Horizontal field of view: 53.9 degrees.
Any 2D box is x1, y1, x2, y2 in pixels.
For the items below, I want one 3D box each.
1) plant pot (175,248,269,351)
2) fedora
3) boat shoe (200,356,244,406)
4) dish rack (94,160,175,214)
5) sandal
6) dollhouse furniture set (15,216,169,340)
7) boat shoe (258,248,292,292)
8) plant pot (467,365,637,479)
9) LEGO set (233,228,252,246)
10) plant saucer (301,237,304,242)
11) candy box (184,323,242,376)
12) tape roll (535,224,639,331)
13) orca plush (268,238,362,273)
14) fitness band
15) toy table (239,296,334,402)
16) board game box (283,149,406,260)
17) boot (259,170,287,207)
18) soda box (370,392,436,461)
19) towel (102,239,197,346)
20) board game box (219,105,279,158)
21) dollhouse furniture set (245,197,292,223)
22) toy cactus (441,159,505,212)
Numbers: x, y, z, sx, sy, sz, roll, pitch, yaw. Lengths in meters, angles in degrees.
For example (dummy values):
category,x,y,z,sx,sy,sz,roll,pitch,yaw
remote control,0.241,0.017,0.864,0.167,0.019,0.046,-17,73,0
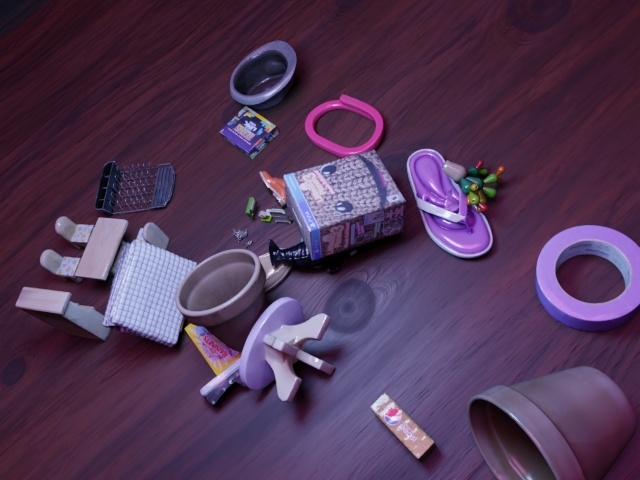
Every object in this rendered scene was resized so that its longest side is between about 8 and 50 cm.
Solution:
category,x,y,z,sx,sy,sz,roll,pitch,yaw
plant pot,-0.246,0.192,1.802,0.263,0.229,0.263,-18,33,12
fedora,-0.191,-0.580,2.292,0.275,0.124,0.243,-41,57,0
boat shoe,-0.238,0.395,1.816,0.229,0.080,0.076,-36,79,-9
dish rack,-0.659,-0.194,2.259,0.272,0.074,0.208,-6,62,14
sandal,0.365,-0.122,1.889,0.169,0.102,0.416,-28,58,1
dollhouse furniture set,-0.756,0.088,2.029,0.362,0.256,0.394,5,64,19
boat shoe,-0.220,0.114,1.943,0.302,0.098,0.109,-31,58,-1
plant pot,0.547,0.435,1.445,0.281,0.323,0.323,-26,57,-18
LEGO set,-0.257,-0.010,2.070,0.054,0.023,0.083,-30,71,2
plant saucer,0.000,0.000,1.982,0.120,0.021,0.119,-7,60,13
candy box,-0.320,0.308,1.912,0.105,0.027,0.206,-41,59,-5
tape roll,0.717,0.099,1.671,0.275,0.090,0.274,-7,61,14
orca plush,-0.012,0.014,1.889,0.288,0.102,0.151,6,79,-3
fitness band,0.083,-0.386,2.151,0.291,0.054,0.209,30,77,29
toy table,-0.088,0.305,1.736,0.161,0.252,0.274,17,88,41
board game box,0.068,-0.108,1.845,0.291,0.141,0.232,-18,53,-11
boot,-0.140,-0.187,2.110,0.085,0.059,0.158,-37,67,-8
soda box,0.214,0.484,1.635,0.061,0.058,0.181,-43,60,-8
towel,-0.521,0.166,1.926,0.121,0.235,0.283,-16,56,43
board game box,-0.256,-0.389,2.255,0.170,0.048,0.141,37,77,30
dollhouse furniture set,-0.163,-0.100,2.055,0.152,0.076,0.058,5,65,20
toy cactus,0.445,-0.182,1.856,0.181,0.112,0.219,30,48,0
